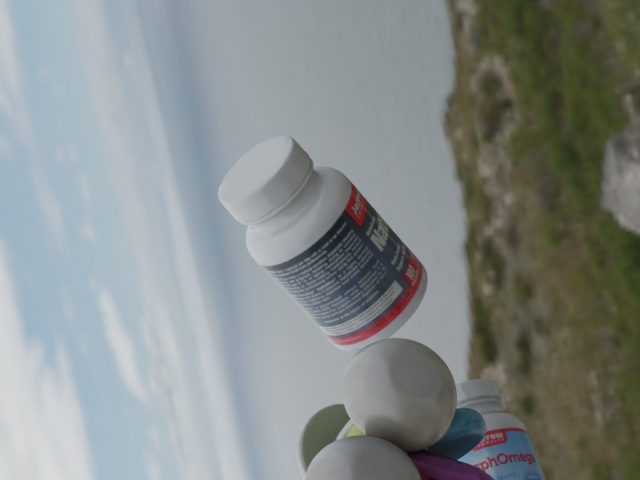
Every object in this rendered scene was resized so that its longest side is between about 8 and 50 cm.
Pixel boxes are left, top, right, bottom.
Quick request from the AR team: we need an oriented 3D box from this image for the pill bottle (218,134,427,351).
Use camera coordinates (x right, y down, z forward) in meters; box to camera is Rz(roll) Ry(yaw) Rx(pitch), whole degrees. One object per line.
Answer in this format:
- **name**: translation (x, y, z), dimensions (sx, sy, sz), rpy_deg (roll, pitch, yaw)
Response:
- **pill bottle**: translation (0.000, 0.000, 1.260), dimensions (0.180, 0.108, 0.108), rpy_deg (48, -172, -26)

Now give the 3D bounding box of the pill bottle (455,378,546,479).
- **pill bottle**: translation (0.144, 0.202, 1.238), dimensions (0.087, 0.087, 0.160), rpy_deg (87, 166, -61)

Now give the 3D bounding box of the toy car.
- **toy car**: translation (0.050, 0.164, 0.946), dimensions (0.159, 0.136, 0.182), rpy_deg (119, 174, -53)
